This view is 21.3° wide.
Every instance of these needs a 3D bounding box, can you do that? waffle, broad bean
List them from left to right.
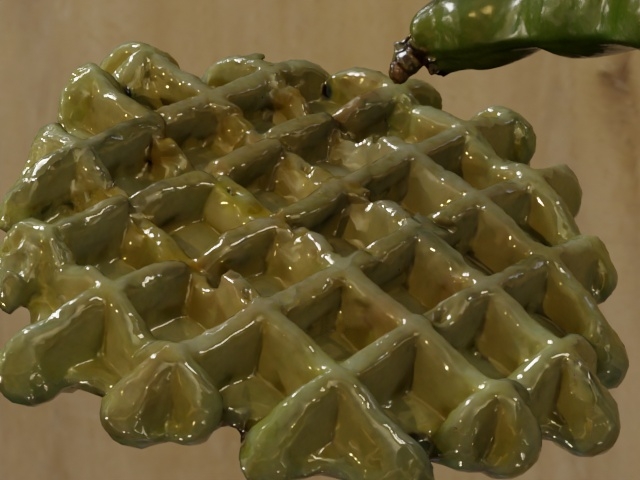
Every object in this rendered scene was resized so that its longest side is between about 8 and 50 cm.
[{"bbox_3d":[0.000,0.000,0.790,0.292,0.309,0.056,10,125,-4],"label":"waffle"},{"bbox_3d":[0.117,-0.097,0.695,0.046,0.065,0.254,52,155,-22],"label":"broad bean"}]
